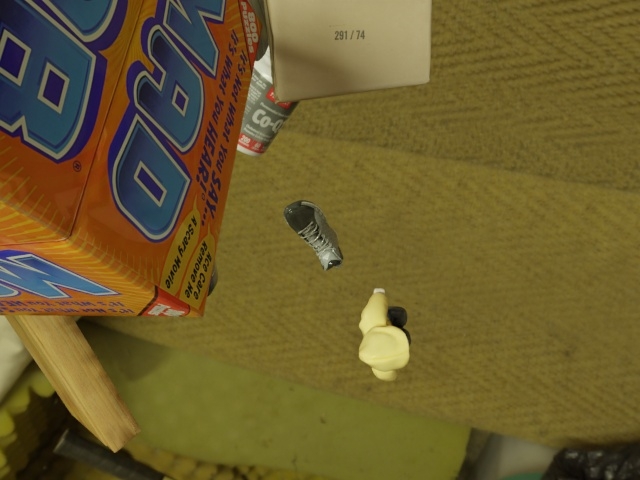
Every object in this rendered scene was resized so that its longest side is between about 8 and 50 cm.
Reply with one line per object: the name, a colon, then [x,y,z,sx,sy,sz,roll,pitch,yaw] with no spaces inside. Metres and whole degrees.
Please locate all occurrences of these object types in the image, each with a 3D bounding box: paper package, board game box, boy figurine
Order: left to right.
board game box: [-0.311,-0.152,0.533,0.356,0.357,0.356,-3,154,22]
paper package: [0.047,-0.459,1.187,0.324,0.168,0.310,-8,125,-4]
boy figurine: [0.123,0.178,1.119,0.092,0.285,0.178,-8,86,8]

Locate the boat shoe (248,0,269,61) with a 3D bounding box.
boat shoe: [-0.186,-0.525,1.246,0.119,0.121,0.335,19,155,17]

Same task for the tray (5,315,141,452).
tray: [-0.516,0.221,1.170,0.202,0.076,0.411,13,130,44]

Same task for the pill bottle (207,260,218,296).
pill bottle: [-0.339,0.082,1.594,0.122,0.123,0.219,17,156,3]

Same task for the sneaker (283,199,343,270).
sneaker: [0.000,0.000,1.442,0.086,0.132,0.228,-34,142,13]

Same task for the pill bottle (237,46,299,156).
pill bottle: [-0.140,-0.373,1.530,0.161,0.161,0.283,35,113,-8]
